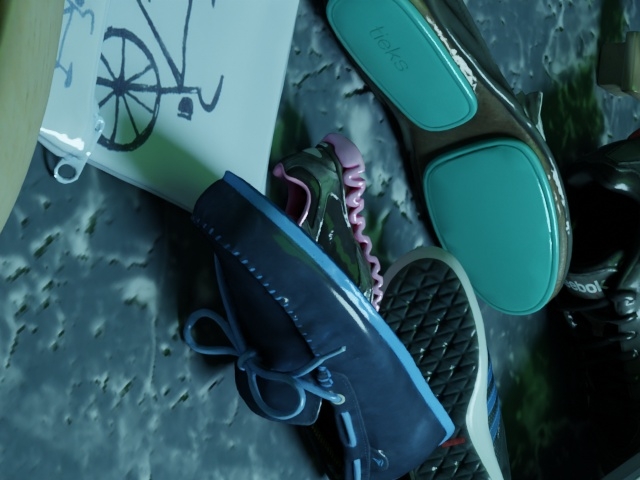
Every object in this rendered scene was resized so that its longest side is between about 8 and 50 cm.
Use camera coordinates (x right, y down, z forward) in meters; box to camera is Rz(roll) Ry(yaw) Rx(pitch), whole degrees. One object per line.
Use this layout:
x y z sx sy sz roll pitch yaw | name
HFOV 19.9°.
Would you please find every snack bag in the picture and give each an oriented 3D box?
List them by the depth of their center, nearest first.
-0.099 -0.189 0.925 0.342 0.037 0.323 29 67 -50 | snack bag

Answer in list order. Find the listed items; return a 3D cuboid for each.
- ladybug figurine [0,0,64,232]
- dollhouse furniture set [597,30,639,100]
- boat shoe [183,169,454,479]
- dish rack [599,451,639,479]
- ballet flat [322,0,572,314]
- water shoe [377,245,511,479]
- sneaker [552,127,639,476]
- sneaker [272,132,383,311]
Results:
-0.234 -0.159 0.639 0.305 0.162 0.449 -3 93 -52 | ladybug figurine
0.372 -0.187 1.439 0.303 0.173 0.356 20 75 -52 | dollhouse furniture set
-0.004 0.068 0.990 0.089 0.109 0.258 -40 131 -4 | boat shoe
0.249 0.258 1.274 0.333 0.072 0.286 -31 117 -18 | dish rack
0.094 -0.082 1.140 0.280 0.095 0.096 61 33 -32 | ballet flat
0.077 0.098 1.149 0.080 0.073 0.203 -55 137 -74 | water shoe
0.213 0.055 1.293 0.135 0.097 0.276 -5 99 -44 | sneaker
0.000 0.000 1.059 0.057 0.047 0.119 -18 105 -29 | sneaker
